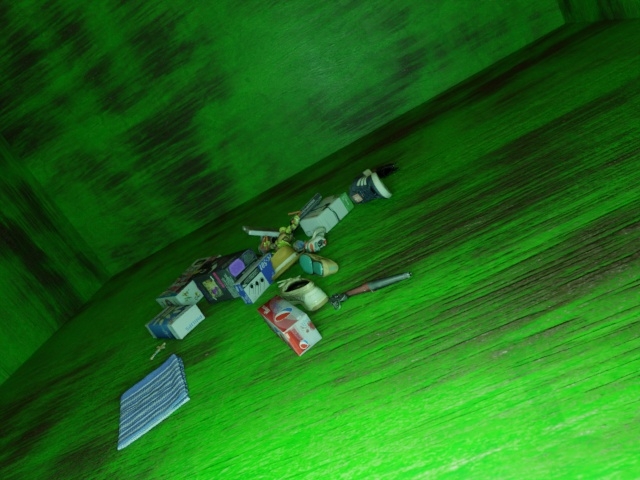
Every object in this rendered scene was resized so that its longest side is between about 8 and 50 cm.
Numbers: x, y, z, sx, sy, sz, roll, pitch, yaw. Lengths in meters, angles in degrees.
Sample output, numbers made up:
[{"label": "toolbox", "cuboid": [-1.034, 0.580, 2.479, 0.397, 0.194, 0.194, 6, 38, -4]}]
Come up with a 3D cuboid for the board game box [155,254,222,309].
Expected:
[{"label": "board game box", "cuboid": [-0.607, 0.206, 2.355, 0.224, 0.098, 0.303, -12, 30, 47]}]

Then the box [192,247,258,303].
[{"label": "box", "cuboid": [-0.380, 0.151, 2.062, 0.270, 0.143, 0.165, -15, 22, 44]}]

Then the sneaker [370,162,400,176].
[{"label": "sneaker", "cuboid": [0.305, -0.337, 2.402, 0.170, 0.051, 0.089, -23, 14, 16]}]

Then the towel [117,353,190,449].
[{"label": "towel", "cuboid": [-0.536, 0.495, 1.562, 0.243, 0.040, 0.336, -36, 18, -12]}]

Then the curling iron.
[{"label": "curling iron", "cuboid": [0.138, 0.142, 1.401, 0.274, 0.035, 0.068, -23, 23, 29]}]

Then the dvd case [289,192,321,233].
[{"label": "dvd case", "cuboid": [-0.074, -0.123, 2.297, 0.179, 0.029, 0.239, -46, -4, -11]}]

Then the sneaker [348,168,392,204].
[{"label": "sneaker", "cuboid": [0.203, -0.212, 2.137, 0.148, 0.131, 0.350, -37, 11, 4]}]

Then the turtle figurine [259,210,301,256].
[{"label": "turtle figurine", "cuboid": [-0.168, 0.006, 2.110, 0.269, 0.087, 0.217, -39, 23, 21]}]

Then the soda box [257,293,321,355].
[{"label": "soda box", "cuboid": [-0.097, 0.239, 1.432, 0.083, 0.092, 0.263, -38, 18, -15]}]

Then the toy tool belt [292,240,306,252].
[{"label": "toy tool belt", "cuboid": [-0.089, 0.029, 2.064, 0.051, 0.052, 0.083, -32, 16, 27]}]

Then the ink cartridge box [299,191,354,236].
[{"label": "ink cartridge box", "cuboid": [0.026, -0.116, 2.207, 0.153, 0.087, 0.208, -10, 28, 52]}]

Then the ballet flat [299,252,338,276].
[{"label": "ballet flat", "cuboid": [-0.005, 0.089, 1.757, 0.073, 0.080, 0.232, -8, 11, -22]}]

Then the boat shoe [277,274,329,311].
[{"label": "boat shoe", "cuboid": [-0.068, 0.156, 1.613, 0.104, 0.089, 0.285, -39, 18, -22]}]

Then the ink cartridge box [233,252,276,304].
[{"label": "ink cartridge box", "cuboid": [-0.242, 0.146, 1.921, 0.046, 0.097, 0.207, -15, 23, 42]}]

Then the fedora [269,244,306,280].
[{"label": "fedora", "cuboid": [-0.141, 0.074, 1.901, 0.194, 0.079, 0.194, -43, -2, -2]}]

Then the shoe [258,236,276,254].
[{"label": "shoe", "cuboid": [-0.247, 0.003, 2.391, 0.081, 0.064, 0.178, -25, 23, 14]}]

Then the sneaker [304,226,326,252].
[{"label": "sneaker", "cuboid": [0.000, 0.000, 2.011, 0.075, 0.057, 0.161, 0, 30, 30]}]

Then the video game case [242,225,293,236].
[{"label": "video game case", "cuboid": [-0.258, -0.044, 2.389, 0.212, 0.023, 0.193, 4, 7, -19]}]

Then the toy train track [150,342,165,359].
[{"label": "toy train track", "cuboid": [-0.637, 0.437, 1.934, 0.048, 0.014, 0.083, -5, 36, 41]}]

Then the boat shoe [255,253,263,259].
[{"label": "boat shoe", "cuboid": [-0.262, 0.098, 2.154, 0.073, 0.073, 0.207, 3, 5, -28]}]

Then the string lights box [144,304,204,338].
[{"label": "string lights box", "cuboid": [-0.606, 0.338, 2.042, 0.259, 0.077, 0.133, -12, 25, 47]}]
